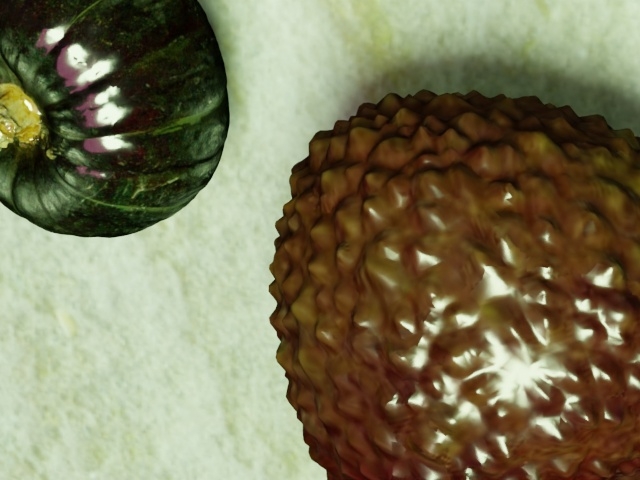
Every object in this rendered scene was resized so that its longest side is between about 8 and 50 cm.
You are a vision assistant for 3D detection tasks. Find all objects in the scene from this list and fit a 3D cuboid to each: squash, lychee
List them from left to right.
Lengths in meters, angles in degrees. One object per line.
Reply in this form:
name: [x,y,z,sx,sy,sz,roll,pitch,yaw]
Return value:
squash: [-0.143,-0.096,1.155,0.193,0.156,0.193,3,95,28]
lychee: [0.105,0.047,1.082,0.304,0.275,0.276,47,123,12]
